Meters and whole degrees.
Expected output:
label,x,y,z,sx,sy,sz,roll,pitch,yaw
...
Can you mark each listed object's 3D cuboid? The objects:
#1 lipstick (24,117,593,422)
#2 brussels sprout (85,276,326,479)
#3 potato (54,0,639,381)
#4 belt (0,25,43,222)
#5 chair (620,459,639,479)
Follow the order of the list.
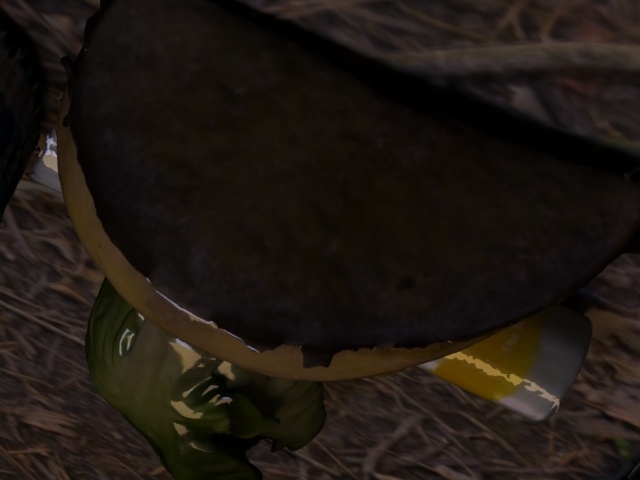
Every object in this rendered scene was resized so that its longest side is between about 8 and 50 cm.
label,x,y,z,sx,sy,sz,roll,pitch,yaw
lipstick,-0.004,0.004,0.862,0.264,0.059,0.059,27,153,-7
brussels sprout,-0.069,0.070,1.001,0.139,0.100,0.181,36,170,15
potato,0.000,0.000,0.770,0.243,0.138,0.098,24,158,3
belt,-0.271,-0.062,0.830,0.207,0.160,0.295,-6,142,44
chair,0.196,0.183,0.947,0.140,0.145,0.221,26,154,-5
